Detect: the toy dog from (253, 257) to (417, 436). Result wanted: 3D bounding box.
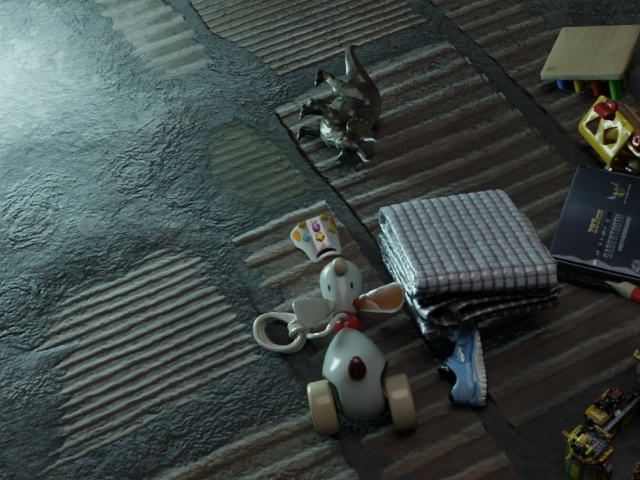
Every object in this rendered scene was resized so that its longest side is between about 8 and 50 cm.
[{"bbox_3d":[0.039,0.144,1.640,0.220,0.161,0.333,-24,49,-15],"label":"toy dog"}]

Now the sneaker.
[{"bbox_3d":[0.215,0.181,1.655,0.073,0.063,0.162,-7,47,5],"label":"sneaker"}]

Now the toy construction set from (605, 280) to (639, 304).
[{"bbox_3d":[0.553,0.013,1.632,0.309,0.257,0.237,-20,29,-30],"label":"toy construction set"}]

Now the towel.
[{"bbox_3d":[0.232,0.033,1.713,0.235,0.121,0.283,-7,30,-9],"label":"towel"}]

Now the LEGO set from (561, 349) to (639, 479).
[{"bbox_3d":[0.498,0.275,1.448,0.255,0.192,0.331,-30,51,-20],"label":"LEGO set"}]

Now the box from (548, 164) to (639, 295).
[{"bbox_3d":[0.495,-0.016,1.806,0.183,0.059,0.232,14,51,19],"label":"box"}]

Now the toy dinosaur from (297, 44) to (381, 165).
[{"bbox_3d":[0.050,-0.246,2.052,0.160,0.121,0.313,16,46,4],"label":"toy dinosaur"}]

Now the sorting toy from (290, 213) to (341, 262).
[{"bbox_3d":[0.000,0.000,1.867,0.083,0.045,0.075,-20,68,-12],"label":"sorting toy"}]

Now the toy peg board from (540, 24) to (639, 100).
[{"bbox_3d":[0.537,-0.343,2.106,0.161,0.079,0.161,4,46,31],"label":"toy peg board"}]

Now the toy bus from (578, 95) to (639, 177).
[{"bbox_3d":[0.547,-0.164,1.906,0.191,0.104,0.202,37,28,6],"label":"toy bus"}]
